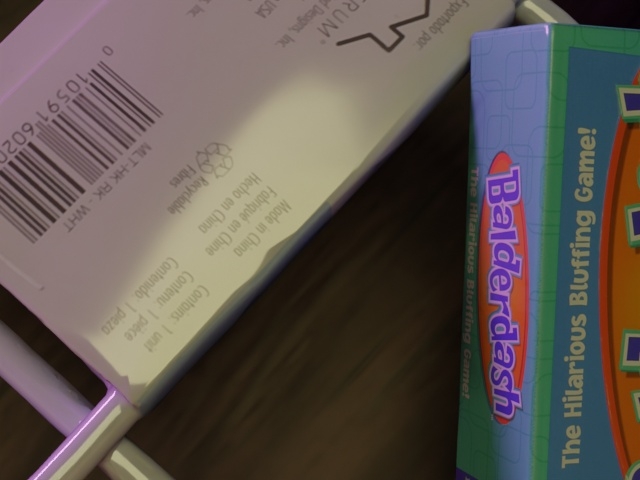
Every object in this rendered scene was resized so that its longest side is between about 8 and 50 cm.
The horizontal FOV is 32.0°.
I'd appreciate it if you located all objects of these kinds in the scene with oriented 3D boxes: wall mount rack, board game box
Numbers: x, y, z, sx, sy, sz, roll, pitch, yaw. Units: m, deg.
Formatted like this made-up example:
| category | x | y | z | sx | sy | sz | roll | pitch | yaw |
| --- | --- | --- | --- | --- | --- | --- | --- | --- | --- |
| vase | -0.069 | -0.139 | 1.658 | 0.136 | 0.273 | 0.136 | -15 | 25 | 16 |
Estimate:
| category | x | y | z | sx | sy | sz | roll | pitch | yaw |
| --- | --- | --- | --- | --- | --- | --- | --- | --- | --- |
| wall mount rack | 0.000 | 0.000 | 0.394 | 0.304 | 0.130 | 0.350 | 40 | 78 | 11 |
| board game box | 0.148 | 0.015 | 0.372 | 0.210 | 0.047 | 0.160 | -1 | 96 | -22 |
